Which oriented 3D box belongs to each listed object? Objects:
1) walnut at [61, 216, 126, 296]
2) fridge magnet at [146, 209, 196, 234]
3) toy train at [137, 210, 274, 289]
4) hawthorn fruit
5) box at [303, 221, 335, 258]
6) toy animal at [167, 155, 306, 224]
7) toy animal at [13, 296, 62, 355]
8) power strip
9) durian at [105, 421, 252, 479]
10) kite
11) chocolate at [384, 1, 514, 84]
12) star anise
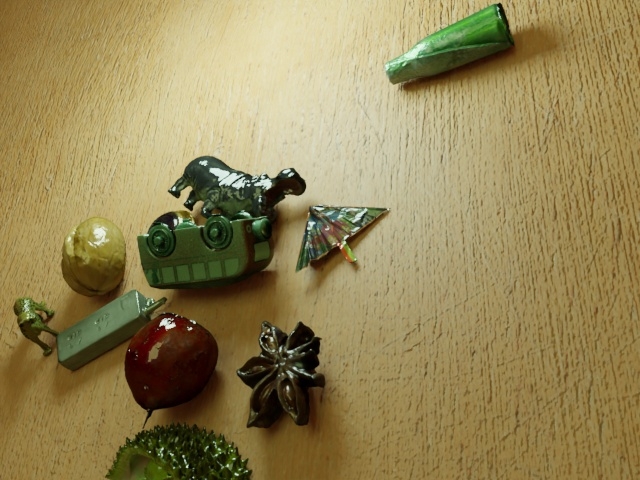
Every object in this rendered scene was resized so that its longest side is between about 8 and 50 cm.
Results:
[{"bbox_3d":[-0.542,0.037,2.048,0.159,0.159,0.206,-23,48,16],"label":"walnut"},{"bbox_3d":[-0.360,-0.014,2.030,0.143,0.063,0.143,-18,51,24],"label":"fridge magnet"},{"bbox_3d":[-0.245,0.021,1.856,0.327,0.129,0.159,-8,94,28],"label":"toy train"},{"bbox_3d":[-0.305,0.264,1.703,0.181,0.181,0.235,-1,57,32],"label":"hawthorn fruit"},{"bbox_3d":[0.000,0.000,1.815,0.053,0.024,0.083,-1,58,31],"label":"box"},{"bbox_3d":[-0.194,-0.103,1.964,0.343,0.106,0.168,13,68,36],"label":"toy animal"},{"bbox_3d":[-0.694,0.179,2.047,0.073,0.136,0.181,-38,44,2],"label":"toy animal"},{"bbox_3d":[-0.477,0.194,1.955,0.288,0.053,0.093,-31,45,10],"label":"power strip"},{"bbox_3d":[-0.257,0.444,1.610,0.356,0.158,0.169,19,104,41],"label":"durian"},{"bbox_3d":[0.034,-0.023,1.790,0.241,0.014,0.183,-30,55,-4],"label":"kite"},{"bbox_3d":[0.282,-0.428,1.912,0.291,0.110,0.110,-20,48,23],"label":"chocolate"},{"bbox_3d":[-0.071,0.262,1.617,0.214,0.099,0.220,-7,57,46],"label":"star anise"}]
